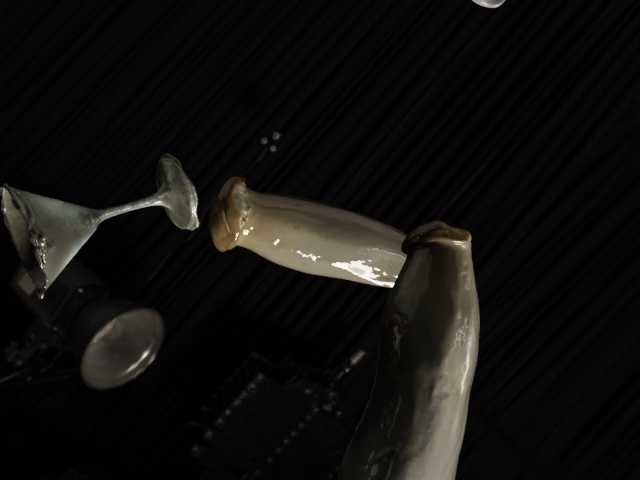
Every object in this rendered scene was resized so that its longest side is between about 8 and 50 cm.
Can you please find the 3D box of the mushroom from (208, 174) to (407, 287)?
[{"bbox_3d":[0.000,-0.003,0.981,0.408,0.137,0.154,19,-164,-22],"label":"mushroom"}]

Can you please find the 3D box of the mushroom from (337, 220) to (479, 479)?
[{"bbox_3d":[0.075,0.157,0.460,0.098,0.350,0.109,11,-175,-4],"label":"mushroom"}]

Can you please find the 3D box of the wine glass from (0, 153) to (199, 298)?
[{"bbox_3d":[-0.299,-0.036,0.766,0.156,0.232,0.156,28,129,42],"label":"wine glass"}]

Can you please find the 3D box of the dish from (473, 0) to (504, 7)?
[{"bbox_3d":[0.249,-0.447,0.759,0.064,0.154,0.234,15,148,39],"label":"dish"}]
